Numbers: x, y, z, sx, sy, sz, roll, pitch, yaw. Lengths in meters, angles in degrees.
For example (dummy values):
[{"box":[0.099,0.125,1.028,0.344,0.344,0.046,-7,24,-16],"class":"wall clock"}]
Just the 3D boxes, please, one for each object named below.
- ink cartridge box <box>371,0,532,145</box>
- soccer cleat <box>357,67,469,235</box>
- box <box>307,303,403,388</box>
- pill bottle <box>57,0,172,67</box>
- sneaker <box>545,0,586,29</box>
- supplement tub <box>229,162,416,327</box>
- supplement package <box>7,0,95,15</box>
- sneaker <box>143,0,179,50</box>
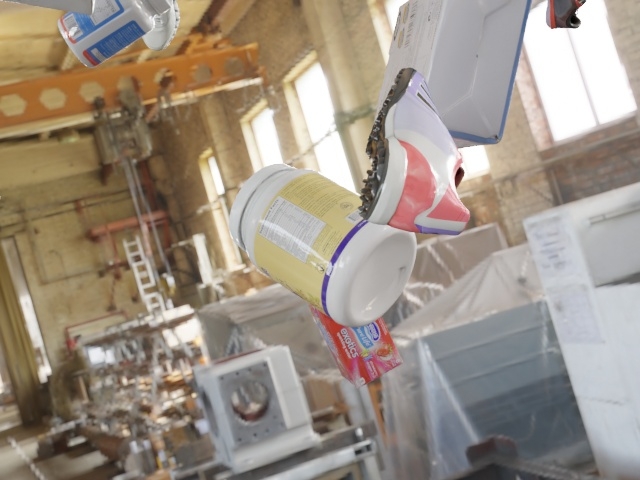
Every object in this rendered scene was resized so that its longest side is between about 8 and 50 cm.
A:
[{"box":[0.211,-0.304,1.496,0.151,0.270,0.395,12,2,-12],"class":"ink cartridge box"},{"box":[0.121,-0.111,1.032,0.116,0.108,0.318,19,35,-5],"class":"soccer cleat"},{"box":[0.069,0.193,1.927,0.128,0.257,0.122,-28,11,-11],"class":"box"},{"box":[-0.428,-0.471,1.764,0.221,0.124,0.124,-31,-3,5],"class":"pill bottle"},{"box":[0.399,-0.405,1.342,0.065,0.061,0.158,19,-26,28],"class":"sneaker"},{"box":[0.000,0.000,1.683,0.331,0.241,0.241,31,29,33],"class":"supplement tub"},{"box":[-0.504,-0.509,1.351,0.293,0.177,0.175,7,-33,-11],"class":"supplement package"},{"box":[-0.413,-0.615,2.126,0.110,0.292,0.118,17,34,0],"class":"sneaker"}]
